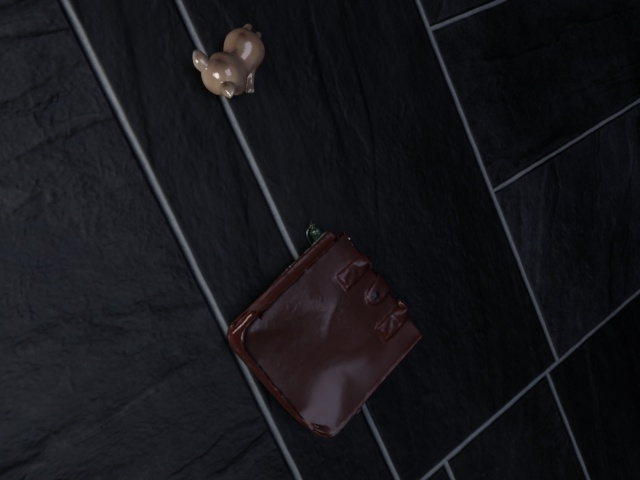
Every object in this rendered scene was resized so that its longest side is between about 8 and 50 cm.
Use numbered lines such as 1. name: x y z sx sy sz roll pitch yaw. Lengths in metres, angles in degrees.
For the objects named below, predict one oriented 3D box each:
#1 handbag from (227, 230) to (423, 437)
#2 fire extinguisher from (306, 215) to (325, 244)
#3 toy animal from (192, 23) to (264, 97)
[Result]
1. handbag: 0.012 0.157 1.087 0.275 0.084 0.260 -42 105 -18
2. fire extinguisher: 0.000 0.000 1.132 0.038 0.025 0.083 -42 107 -26
3. toy animal: -0.143 -0.293 1.038 0.150 0.083 0.089 -62 157 -28
